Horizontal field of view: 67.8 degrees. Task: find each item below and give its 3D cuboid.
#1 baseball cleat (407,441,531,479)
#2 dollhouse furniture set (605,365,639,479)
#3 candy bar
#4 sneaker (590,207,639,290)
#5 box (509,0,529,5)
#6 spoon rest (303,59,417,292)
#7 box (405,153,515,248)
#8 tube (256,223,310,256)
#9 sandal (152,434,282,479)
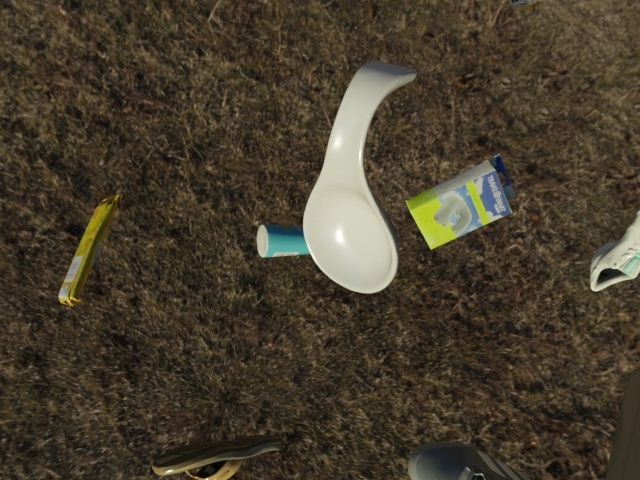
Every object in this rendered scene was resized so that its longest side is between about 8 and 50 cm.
[{"bbox_3d":[0.177,0.231,0.418,0.206,0.109,0.072,19,61,20],"label":"baseball cleat"},{"bbox_3d":[0.366,0.122,0.127,0.362,0.393,0.257,35,41,19],"label":"dollhouse furniture set"},{"bbox_3d":[-0.293,0.007,0.606,0.018,0.040,0.161,39,52,-46],"label":"candy bar"},{"bbox_3d":[0.516,0.015,0.767,0.080,0.212,0.094,36,55,15],"label":"sneaker"},{"bbox_3d":[0.412,-0.575,0.916,0.114,0.206,0.036,1,46,34],"label":"box"},{"bbox_3d":[0.040,-0.055,0.542,0.137,0.276,0.084,26,36,28],"label":"spoon rest"},{"bbox_3d":[0.257,-0.066,0.852,0.178,0.109,0.042,-27,36,14],"label":"box"},{"bbox_3d":[0.000,0.000,0.793,0.207,0.080,0.052,-1,110,-27],"label":"tube"},{"bbox_3d":[-0.133,0.301,0.649,0.180,0.072,0.048,5,76,-34],"label":"sandal"}]
